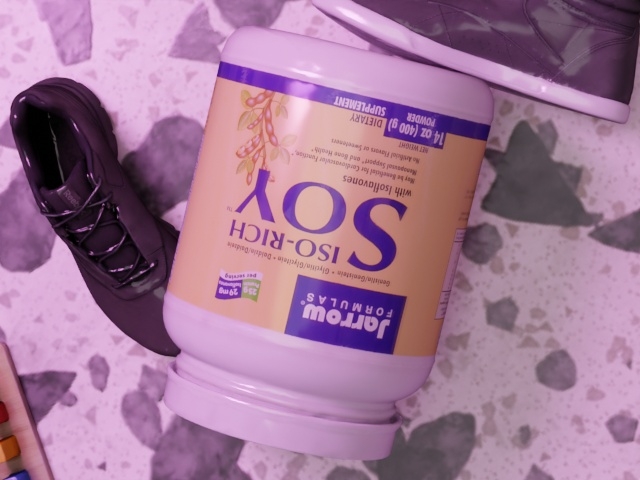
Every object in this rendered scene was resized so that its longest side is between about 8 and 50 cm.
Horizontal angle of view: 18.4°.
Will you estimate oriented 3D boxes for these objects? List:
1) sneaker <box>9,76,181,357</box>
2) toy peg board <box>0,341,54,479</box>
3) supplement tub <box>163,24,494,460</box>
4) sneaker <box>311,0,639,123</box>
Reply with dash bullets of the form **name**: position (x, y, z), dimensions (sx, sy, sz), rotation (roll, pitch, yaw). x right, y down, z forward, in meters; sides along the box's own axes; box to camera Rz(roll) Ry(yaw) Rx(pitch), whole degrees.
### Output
- **sneaker**: position (-0.200, -0.016, 1.771), dimensions (0.109, 0.130, 0.286), rotation (-35, 89, 7)
- **toy peg board**: position (-0.350, 0.197, 1.828), dimensions (0.161, 0.079, 0.161), rotation (-19, 90, 9)
- **supplement tub**: position (0.000, 0.000, 1.685), dimensions (0.241, 0.241, 0.331), rotation (14, 94, 8)
- **sneaker**: position (0.148, -0.213, 1.727), dimensions (0.295, 0.104, 0.147), rotation (18, 93, 1)
